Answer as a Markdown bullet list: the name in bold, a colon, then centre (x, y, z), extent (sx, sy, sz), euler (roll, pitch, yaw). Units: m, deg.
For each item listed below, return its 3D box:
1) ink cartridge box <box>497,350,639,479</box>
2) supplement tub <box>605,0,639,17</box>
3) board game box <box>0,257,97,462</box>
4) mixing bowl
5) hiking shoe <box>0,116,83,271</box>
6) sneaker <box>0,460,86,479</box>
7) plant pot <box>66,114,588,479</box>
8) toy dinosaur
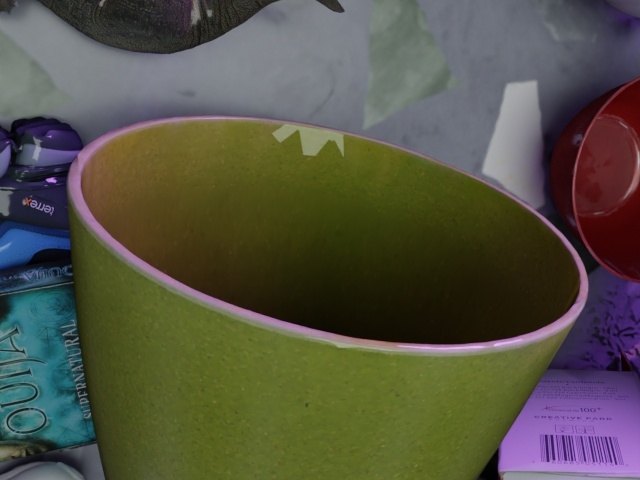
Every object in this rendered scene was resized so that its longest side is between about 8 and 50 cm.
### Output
- **ink cartridge box**: centre (0.231, 0.285, 0.718), extent (0.130, 0.272, 0.309), euler (-1, 102, 14)
- **supplement tub**: centre (0.264, -0.311, 0.577), extent (0.228, 0.228, 0.316), euler (-46, 110, -4)
- **board game box**: centre (-0.216, 0.095, 0.574), extent (0.126, 0.026, 0.186), euler (-10, 135, -15)
- **mixing bowl**: centre (0.274, -0.062, 0.701), extent (0.181, 0.098, 0.181), euler (-4, 103, -17)
- **hiking shoe**: centre (-0.302, 0.007, 0.530), extent (0.304, 0.113, 0.132), euler (-13, 107, -13)
- **sneaker**: centre (-0.261, 0.273, 0.596), extent (0.090, 0.115, 0.232), euler (43, 87, -20)
- **plant pot**: centre (-0.023, 0.108, 0.485), extent (0.275, 0.275, 0.293), euler (5, 116, -18)
- **toy dinosaur**: centre (-0.142, -0.201, 0.552), extent (0.314, 0.121, 0.160), euler (17, 108, -24)
